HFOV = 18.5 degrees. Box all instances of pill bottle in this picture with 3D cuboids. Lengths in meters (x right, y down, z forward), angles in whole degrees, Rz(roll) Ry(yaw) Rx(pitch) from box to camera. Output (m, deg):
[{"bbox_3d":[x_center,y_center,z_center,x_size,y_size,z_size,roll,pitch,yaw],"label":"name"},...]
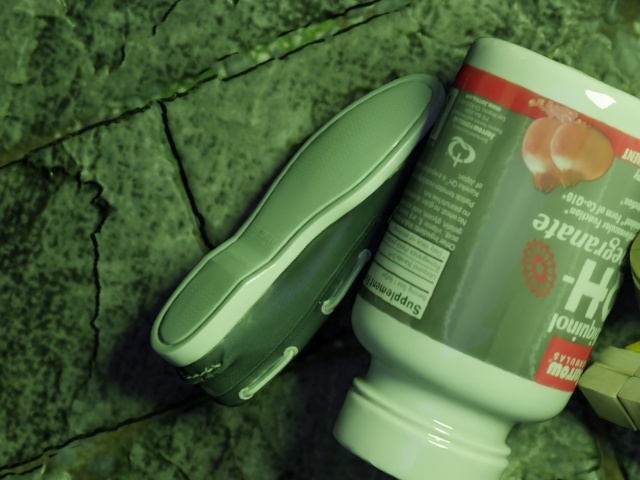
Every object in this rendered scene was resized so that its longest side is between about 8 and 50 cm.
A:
[{"bbox_3d":[0.130,0.025,1.450,0.176,0.176,0.319,25,95,13],"label":"pill bottle"}]

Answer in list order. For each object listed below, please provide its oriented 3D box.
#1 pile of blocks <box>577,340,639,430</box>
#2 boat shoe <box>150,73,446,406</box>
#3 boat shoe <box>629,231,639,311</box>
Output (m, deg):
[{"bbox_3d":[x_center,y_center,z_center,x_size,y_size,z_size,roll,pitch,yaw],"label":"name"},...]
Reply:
[{"bbox_3d":[0.375,0.071,1.439,0.362,0.149,0.113,-20,127,23],"label":"pile of blocks"},{"bbox_3d":[0.000,0.000,1.528,0.302,0.114,0.091,-43,121,3],"label":"boat shoe"},{"bbox_3d":[0.306,-0.022,1.441,0.223,0.073,0.080,-40,68,-23],"label":"boat shoe"}]
